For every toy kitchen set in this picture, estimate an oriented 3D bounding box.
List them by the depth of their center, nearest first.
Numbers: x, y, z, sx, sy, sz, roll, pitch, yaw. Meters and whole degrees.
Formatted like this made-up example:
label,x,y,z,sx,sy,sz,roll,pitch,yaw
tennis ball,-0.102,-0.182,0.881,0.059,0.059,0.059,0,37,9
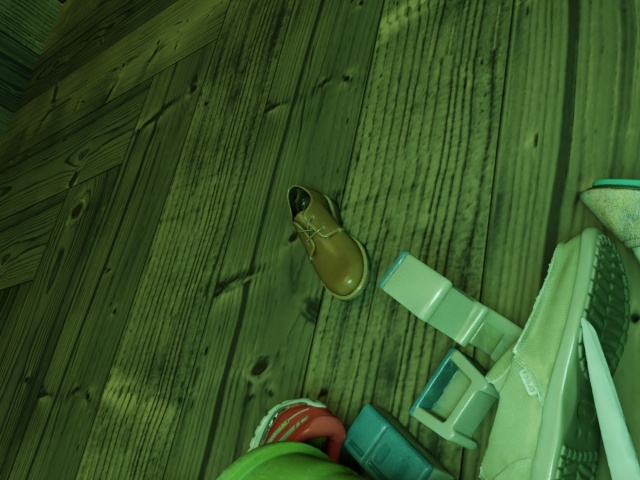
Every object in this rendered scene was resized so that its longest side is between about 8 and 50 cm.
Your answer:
label,x,y,z,sx,sy,sz,roll,pitch,yaw
toy kitchen set,0.075,0.130,0.723,0.207,0.166,0.122,-56,34,1

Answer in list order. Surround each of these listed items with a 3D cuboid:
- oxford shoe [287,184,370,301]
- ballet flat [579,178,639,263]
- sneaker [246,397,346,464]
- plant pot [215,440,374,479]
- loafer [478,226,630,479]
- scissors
label,x,y,z,sx,sy,sz,roll,pitch,yaw
oxford shoe,0.000,0.000,0.985,0.076,0.076,0.212,-46,39,13
ballet flat,0.332,0.014,0.573,0.316,0.108,0.106,11,86,52
sneaker,-0.043,0.298,0.757,0.118,0.107,0.278,-8,66,61
plant pot,0.065,0.297,0.566,0.254,0.276,0.276,-7,58,34
loafer,0.197,0.112,0.652,0.092,0.102,0.268,2,67,43
scissors,0.223,0.207,0.546,0.109,0.021,0.297,-36,61,24
